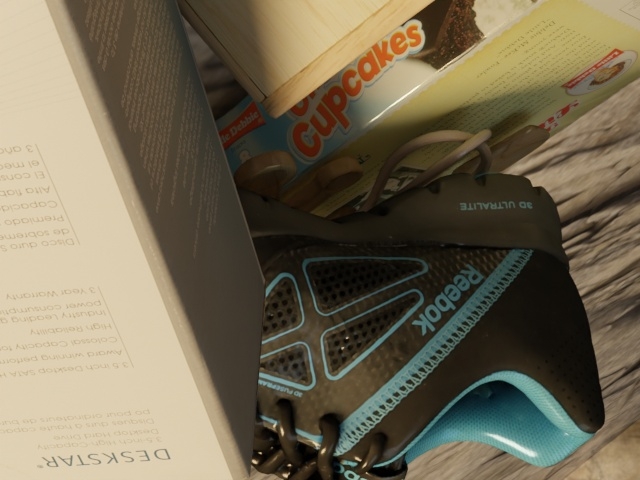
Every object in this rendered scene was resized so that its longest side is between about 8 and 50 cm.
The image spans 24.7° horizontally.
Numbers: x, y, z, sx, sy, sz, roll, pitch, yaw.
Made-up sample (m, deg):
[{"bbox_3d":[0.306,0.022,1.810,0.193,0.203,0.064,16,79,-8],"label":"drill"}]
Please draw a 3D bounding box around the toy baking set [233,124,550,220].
[{"bbox_3d":[-0.004,0.003,0.769,0.256,0.030,0.197,-12,160,-30],"label":"toy baking set"}]

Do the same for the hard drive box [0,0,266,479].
[{"bbox_3d":[-0.128,-0.020,0.429,0.181,0.089,0.232,-5,138,8],"label":"hard drive box"}]

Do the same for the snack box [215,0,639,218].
[{"bbox_3d":[0.104,-0.106,0.763,0.322,0.060,0.187,-35,160,25],"label":"snack box"}]

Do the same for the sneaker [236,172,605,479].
[{"bbox_3d":[-0.022,0.054,0.666,0.341,0.139,0.125,-8,154,-19],"label":"sneaker"}]

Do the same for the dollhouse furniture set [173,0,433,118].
[{"bbox_3d":[0.069,-0.225,0.466,0.355,0.174,0.303,-45,-171,-30],"label":"dollhouse furniture set"}]
